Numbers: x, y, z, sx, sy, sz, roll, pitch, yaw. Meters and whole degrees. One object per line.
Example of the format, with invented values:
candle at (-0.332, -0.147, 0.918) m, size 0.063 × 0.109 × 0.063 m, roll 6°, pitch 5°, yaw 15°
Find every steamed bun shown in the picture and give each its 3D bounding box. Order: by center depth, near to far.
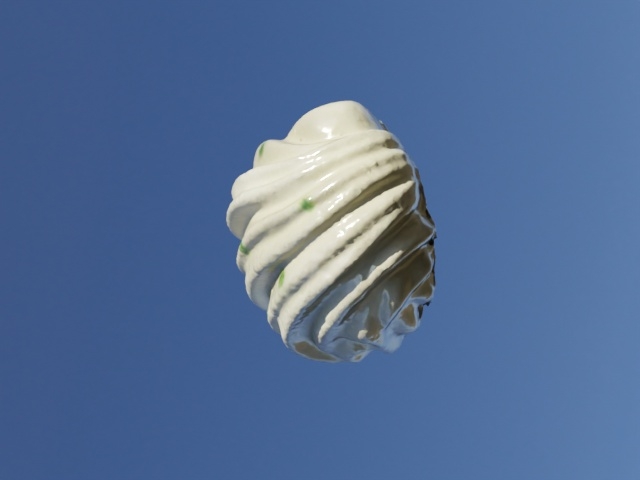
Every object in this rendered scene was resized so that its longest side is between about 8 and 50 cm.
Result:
steamed bun at (0.000, 0.000, 0.773) m, size 0.106 × 0.183 × 0.182 m, roll -12°, pitch -84°, yaw -20°
